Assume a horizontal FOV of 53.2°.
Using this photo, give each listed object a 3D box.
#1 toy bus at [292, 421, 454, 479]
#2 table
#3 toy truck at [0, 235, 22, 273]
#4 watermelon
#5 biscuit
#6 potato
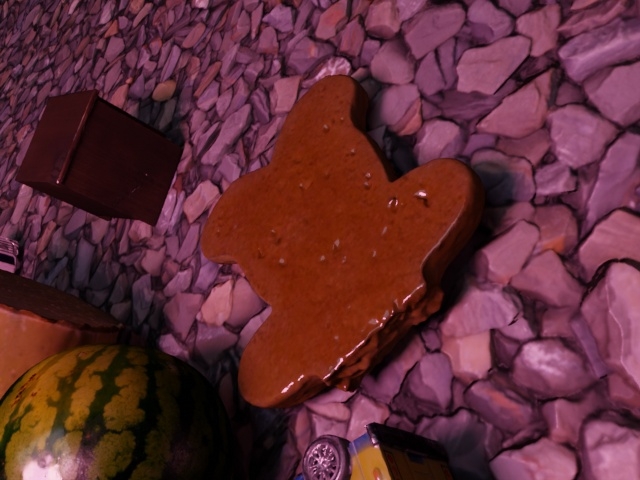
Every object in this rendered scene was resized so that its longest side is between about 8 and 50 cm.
[{"bbox_3d":[0.003,0.314,0.602,0.287,0.138,0.175,-39,48,20],"label":"toy bus"},{"bbox_3d":[-0.383,-0.141,1.126,0.169,0.193,0.173,6,73,43],"label":"table"},{"bbox_3d":[-0.757,0.087,1.412,0.227,0.098,0.114,-39,53,24],"label":"toy truck"},{"bbox_3d":[-0.244,0.254,0.741,0.285,0.285,0.285,-19,58,34],"label":"watermelon"},{"bbox_3d":[0.000,0.000,0.811,0.368,0.076,0.394,-50,43,11],"label":"biscuit"},{"bbox_3d":[-0.532,0.201,0.951,0.442,0.385,0.320,5,75,57],"label":"potato"}]
